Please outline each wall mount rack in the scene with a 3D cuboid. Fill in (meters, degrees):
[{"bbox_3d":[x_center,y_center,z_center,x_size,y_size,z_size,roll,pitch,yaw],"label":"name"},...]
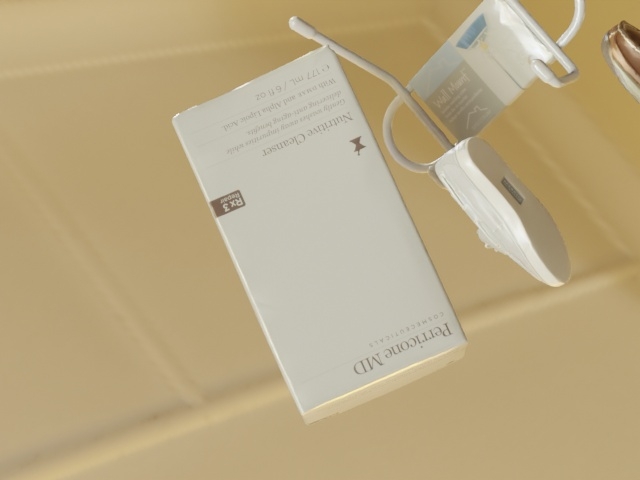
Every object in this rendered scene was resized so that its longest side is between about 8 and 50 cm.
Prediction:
[{"bbox_3d":[0.146,-0.242,2.201,0.304,0.350,0.130,49,-150,10],"label":"wall mount rack"}]

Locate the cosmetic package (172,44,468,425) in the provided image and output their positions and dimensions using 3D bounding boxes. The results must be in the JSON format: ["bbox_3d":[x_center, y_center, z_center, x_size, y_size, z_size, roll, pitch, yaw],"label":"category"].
[{"bbox_3d":[0.000,0.000,2.058,0.217,0.156,0.385,-26,-103,-3],"label":"cosmetic package"}]

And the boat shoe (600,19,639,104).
[{"bbox_3d":[0.479,-0.170,2.071,0.324,0.116,0.123,32,-152,-9],"label":"boat shoe"}]

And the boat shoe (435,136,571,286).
[{"bbox_3d":[0.188,-0.021,1.835,0.184,0.063,0.066,47,-138,-14],"label":"boat shoe"}]
